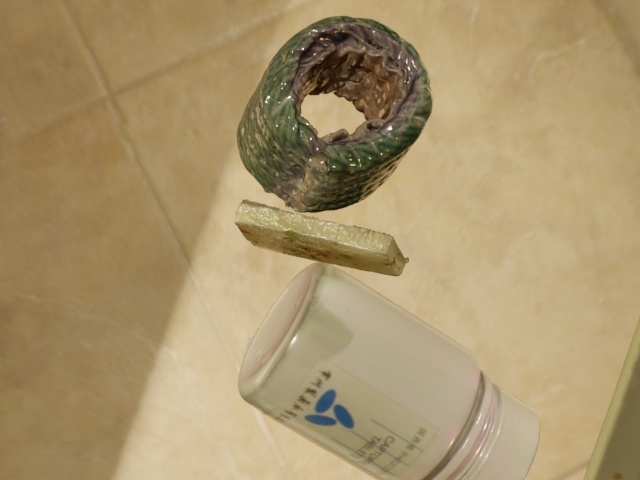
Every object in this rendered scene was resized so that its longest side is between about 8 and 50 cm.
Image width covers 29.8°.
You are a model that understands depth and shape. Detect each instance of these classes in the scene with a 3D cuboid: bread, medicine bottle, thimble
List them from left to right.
[{"bbox_3d":[0.000,0.000,1.069,0.153,0.068,0.028,13,73,18],"label":"bread"},{"bbox_3d":[0.010,-0.092,0.864,0.135,0.090,0.118,-37,79,-29],"label":"thimble"},{"bbox_3d":[0.074,0.160,1.251,0.293,0.170,0.170,31,78,-12],"label":"medicine bottle"}]

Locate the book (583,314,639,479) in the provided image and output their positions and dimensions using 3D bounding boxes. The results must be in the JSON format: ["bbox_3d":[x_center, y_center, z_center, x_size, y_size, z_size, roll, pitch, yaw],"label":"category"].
[{"bbox_3d":[0.266,0.025,0.583,0.207,0.020,0.295,9,118,-2],"label":"book"}]
